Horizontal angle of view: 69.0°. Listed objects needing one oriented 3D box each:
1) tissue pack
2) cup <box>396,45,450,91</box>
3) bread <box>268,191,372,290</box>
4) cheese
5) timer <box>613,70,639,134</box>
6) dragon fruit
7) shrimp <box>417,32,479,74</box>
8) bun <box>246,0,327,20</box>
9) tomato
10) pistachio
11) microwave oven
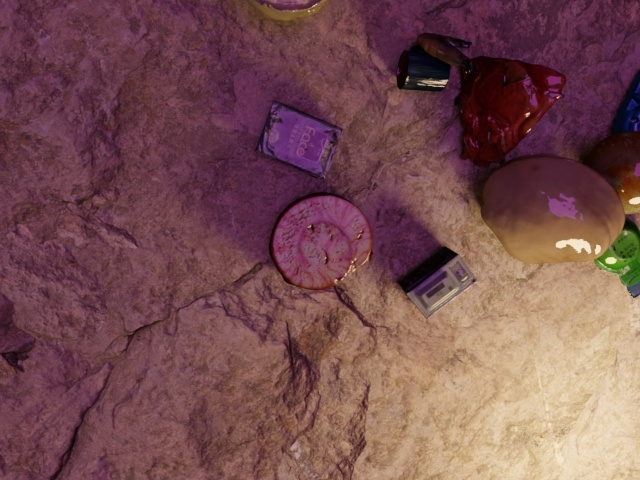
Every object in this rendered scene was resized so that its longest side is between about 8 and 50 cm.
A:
[{"bbox_3d":[-0.068,-0.310,1.454,0.236,0.073,0.173,21,96,-9],"label":"tissue pack"},{"bbox_3d":[0.323,-0.543,1.451,0.138,0.113,0.150,2,100,-9],"label":"cup"},{"bbox_3d":[-0.004,-0.001,1.487,0.328,0.114,0.295,-30,101,-1],"label":"bread"},{"bbox_3d":[1.068,0.053,1.648,0.204,0.083,0.320,-33,99,-4],"label":"cheese"},{"bbox_3d":[1.185,-0.424,1.580,0.309,0.115,0.339,23,95,-7],"label":"timer"},{"bbox_3d":[0.528,-0.402,1.433,0.228,0.286,0.329,26,103,-14],"label":"dragon fruit"},{"bbox_3d":[0.425,-0.575,1.413,0.198,0.262,0.051,-21,141,-31],"label":"shrimp"},{"bbox_3d":[-0.105,-0.805,1.313,0.365,0.202,0.363,-3,102,-13],"label":"bun"},{"bbox_3d":[0.983,-0.211,1.496,0.223,0.270,0.270,-24,103,-42],"label":"tomato"},{"bbox_3d":[0.726,-0.087,1.489,0.446,0.281,0.365,27,124,3],"label":"pistachio"},{"bbox_3d":[0.378,0.131,1.534,0.208,0.162,0.122,-38,100,4],"label":"microwave oven"}]
